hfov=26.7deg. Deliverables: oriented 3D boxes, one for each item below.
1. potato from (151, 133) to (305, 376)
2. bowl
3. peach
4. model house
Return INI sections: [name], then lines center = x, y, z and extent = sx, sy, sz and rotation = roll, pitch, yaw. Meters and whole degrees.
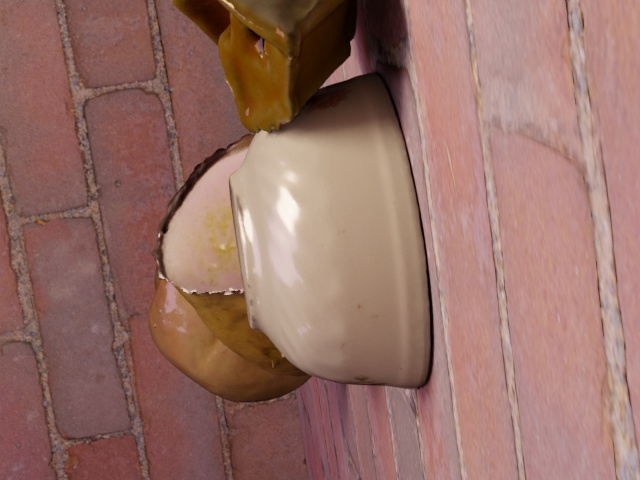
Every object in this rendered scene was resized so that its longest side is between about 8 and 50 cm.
[potato]
center = -0.038, 0.036, 1.456
extent = 0.266, 0.229, 0.229
rotation = 61, -165, -57
[bowl]
center = 0.000, 0.000, 1.162
extent = 0.277, 0.145, 0.277
rotation = 173, 90, -84
[peach]
center = -0.109, 0.079, 1.888
extent = 0.292, 0.247, 0.292
rotation = -8, -90, -76
[model house]
center = -0.055, -0.205, 1.101
extent = 0.239, 0.173, 0.268
rotation = 94, 180, -60
